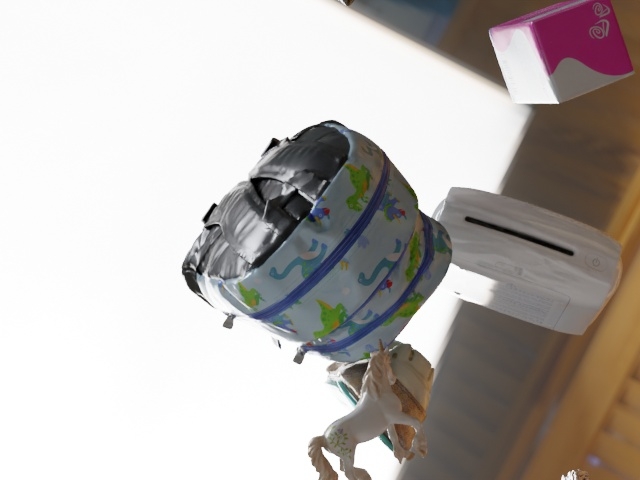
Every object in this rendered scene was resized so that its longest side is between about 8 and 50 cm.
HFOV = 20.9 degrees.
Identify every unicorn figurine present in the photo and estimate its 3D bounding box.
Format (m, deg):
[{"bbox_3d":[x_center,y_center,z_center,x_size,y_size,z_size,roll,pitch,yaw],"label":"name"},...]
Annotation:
[{"bbox_3d":[0.052,0.182,1.736,0.111,0.162,0.060,57,147,-7],"label":"unicorn figurine"}]

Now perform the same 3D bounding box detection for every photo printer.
[{"bbox_3d":[0.263,0.026,2.282,0.256,0.107,0.307,19,170,7],"label":"photo printer"}]

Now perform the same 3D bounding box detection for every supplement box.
[{"bbox_3d":[0.313,-0.248,2.278,0.220,0.114,0.111,-145,34,-81],"label":"supplement box"}]

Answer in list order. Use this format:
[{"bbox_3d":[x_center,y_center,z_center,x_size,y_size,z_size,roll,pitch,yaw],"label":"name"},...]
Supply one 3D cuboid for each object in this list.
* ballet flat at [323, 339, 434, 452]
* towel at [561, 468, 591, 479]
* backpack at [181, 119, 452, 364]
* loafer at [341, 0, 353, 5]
[{"bbox_3d":[0.073,0.163,2.012,0.107,0.106,0.316,49,176,-12],"label":"ballet flat"},{"bbox_3d":[0.235,0.326,1.693,0.029,0.197,0.144,11,-179,6],"label":"towel"},{"bbox_3d":[0.000,0.000,1.984,0.273,0.290,0.355,45,172,2],"label":"backpack"},{"bbox_3d":[0.071,-0.385,2.406,0.170,0.062,0.061,-30,91,51],"label":"loafer"}]
